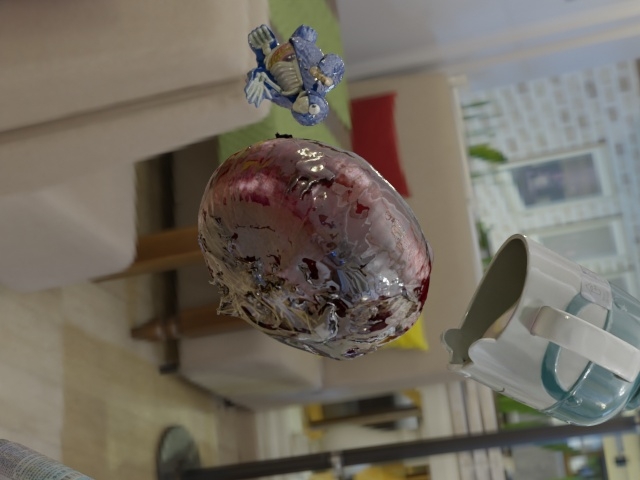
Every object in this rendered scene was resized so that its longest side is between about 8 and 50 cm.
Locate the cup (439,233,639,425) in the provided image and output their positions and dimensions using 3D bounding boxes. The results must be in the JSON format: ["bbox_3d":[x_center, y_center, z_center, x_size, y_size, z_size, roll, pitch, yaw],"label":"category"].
[{"bbox_3d":[0.340,0.137,1.683,0.219,0.257,0.289,-64,-172,-5],"label":"cup"}]

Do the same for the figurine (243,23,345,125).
[{"bbox_3d":[-0.040,-0.263,1.984,0.262,0.164,0.121,-92,179,-53],"label":"figurine"}]

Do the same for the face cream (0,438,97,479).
[{"bbox_3d":[-0.386,0.324,1.607,0.075,0.229,0.075,-20,116,-46],"label":"face cream"}]

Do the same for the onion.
[{"bbox_3d":[0.000,0.000,1.456,0.232,0.313,0.314,-53,138,-30],"label":"onion"}]
